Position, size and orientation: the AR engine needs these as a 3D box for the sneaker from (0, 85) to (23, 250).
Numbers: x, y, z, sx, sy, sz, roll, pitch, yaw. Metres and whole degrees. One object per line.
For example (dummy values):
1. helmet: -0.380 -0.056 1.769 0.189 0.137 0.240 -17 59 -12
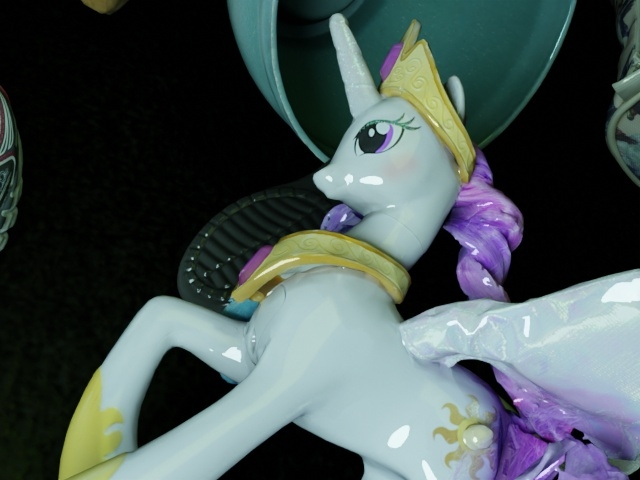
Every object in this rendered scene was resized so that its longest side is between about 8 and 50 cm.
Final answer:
1. sneaker: -0.252 -0.002 0.429 0.120 0.112 0.299 29 44 -4

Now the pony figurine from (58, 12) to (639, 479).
1. pony figurine: 0.059 0.091 0.435 0.351 0.303 0.363 40 66 -6

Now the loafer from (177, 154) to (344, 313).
1. loafer: 0.000 0.000 0.596 0.220 0.078 0.080 -31 55 -25

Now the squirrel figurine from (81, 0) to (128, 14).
1. squirrel figurine: -0.178 -0.442 0.632 0.370 0.397 0.281 42 50 -2

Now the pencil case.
1. pencil case: 0.410 -0.240 0.961 0.183 0.159 0.410 50 38 -30

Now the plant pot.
1. plant pot: 0.040 -0.220 0.684 0.293 0.293 0.196 -7 32 -34
